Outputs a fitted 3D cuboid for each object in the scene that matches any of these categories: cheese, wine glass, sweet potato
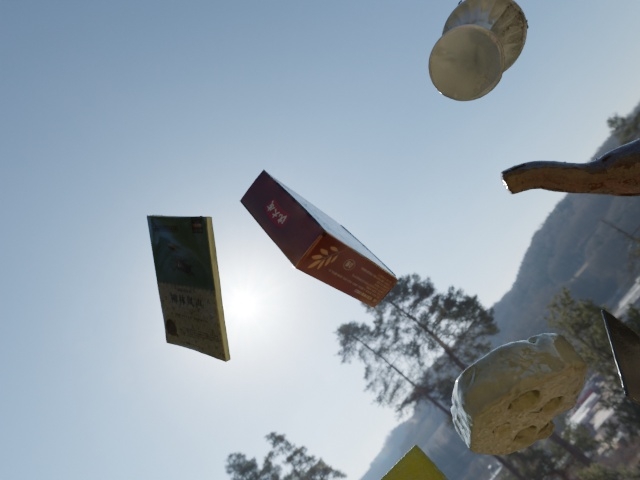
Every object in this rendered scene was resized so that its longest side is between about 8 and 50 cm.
[{"bbox_3d":[0.452,0.352,0.924,0.318,0.115,0.326,25,-66,-31],"label":"cheese"},{"bbox_3d":[0.288,-0.356,0.764,0.196,0.165,0.164,-53,-21,-39],"label":"wine glass"},{"bbox_3d":[0.526,-0.126,0.707,0.109,0.386,0.109,29,-124,-57],"label":"sweet potato"}]

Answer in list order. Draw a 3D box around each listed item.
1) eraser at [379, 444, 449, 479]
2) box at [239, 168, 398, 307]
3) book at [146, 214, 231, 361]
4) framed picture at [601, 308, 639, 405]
[{"bbox_3d":[0.086,0.285,0.398,0.122,0.097,0.045,-36,-44,-14],"label":"eraser"},{"bbox_3d":[0.000,0.000,1.181,0.122,0.344,0.385,-51,-43,7],"label":"box"},{"bbox_3d":[-0.350,0.118,1.073,0.031,0.265,0.378,-19,-73,-52],"label":"book"},{"bbox_3d":[1.019,0.402,1.298,0.013,0.244,0.323,-49,13,44],"label":"framed picture"}]
